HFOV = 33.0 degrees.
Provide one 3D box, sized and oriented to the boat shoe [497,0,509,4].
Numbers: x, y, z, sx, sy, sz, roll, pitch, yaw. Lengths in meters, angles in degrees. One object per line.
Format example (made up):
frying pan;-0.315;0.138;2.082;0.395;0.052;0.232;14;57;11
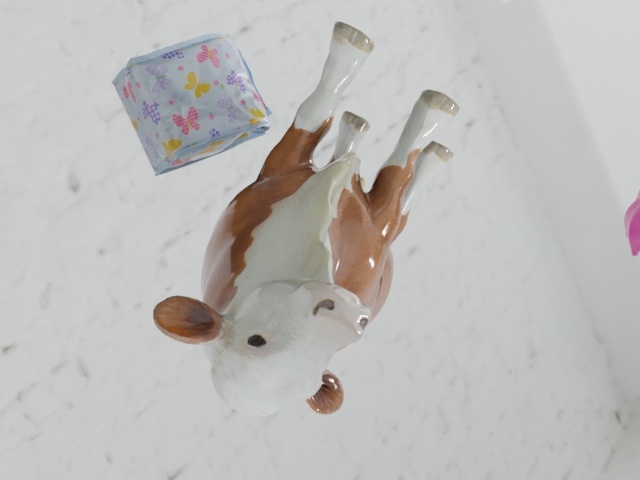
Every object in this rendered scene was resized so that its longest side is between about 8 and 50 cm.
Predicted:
boat shoe;0.166;-0.283;0.818;0.109;0.091;0.305;-39;170;-11

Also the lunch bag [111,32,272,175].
lunch bag;-0.078;-0.088;0.687;0.083;0.071;0.053;-26;180;-28

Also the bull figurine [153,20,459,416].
bull figurine;0.000;0.000;0.596;0.188;0.101;0.310;-60;179;-5

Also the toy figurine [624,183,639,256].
toy figurine;0.288;0.011;0.745;0.159;0.173;0.130;22;-129;26
